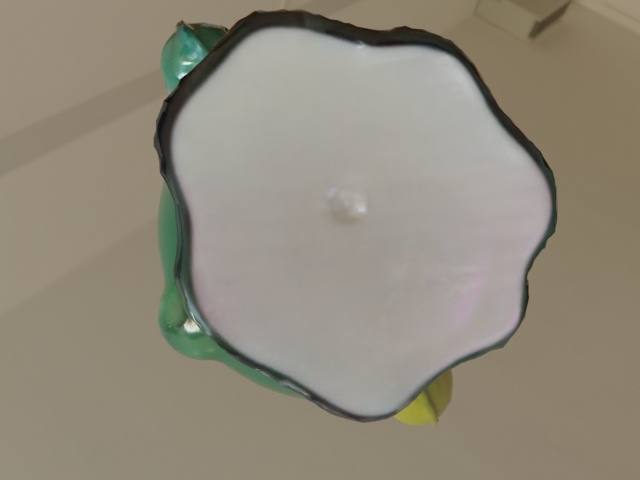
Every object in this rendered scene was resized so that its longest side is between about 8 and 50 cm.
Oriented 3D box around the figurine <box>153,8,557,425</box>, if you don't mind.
[{"bbox_3d":[0.000,0.000,0.514,0.231,0.340,0.323,-35,-94,-6],"label":"figurine"}]
